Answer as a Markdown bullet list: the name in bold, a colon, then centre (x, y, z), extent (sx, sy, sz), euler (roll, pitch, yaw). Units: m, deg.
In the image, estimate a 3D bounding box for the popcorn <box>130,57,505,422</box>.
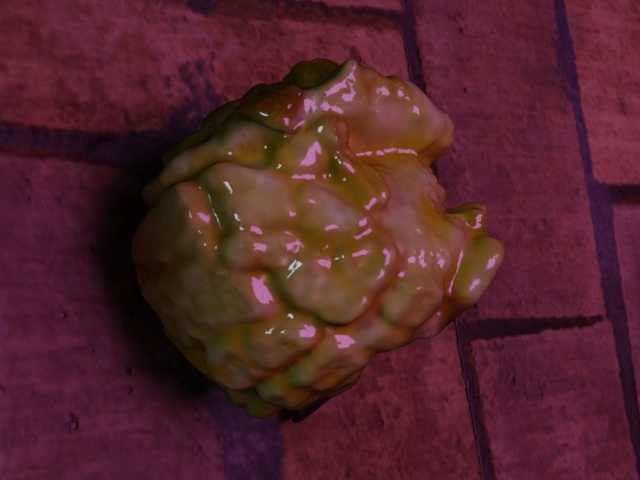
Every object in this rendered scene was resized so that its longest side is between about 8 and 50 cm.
- **popcorn**: centre (-0.005, -0.007, 1.330), extent (0.237, 0.293, 0.293), euler (56, 37, 2)
